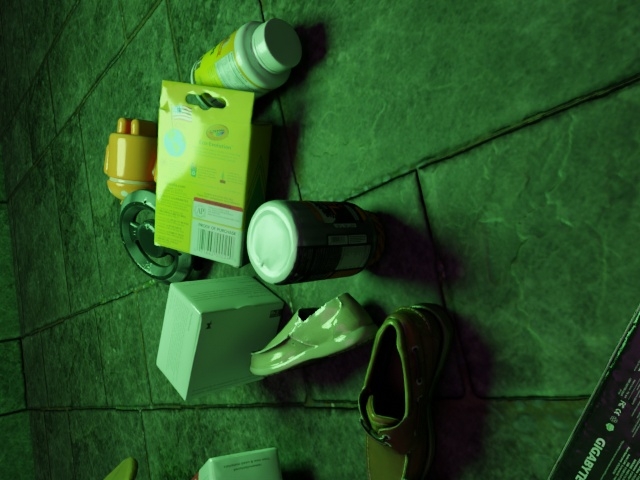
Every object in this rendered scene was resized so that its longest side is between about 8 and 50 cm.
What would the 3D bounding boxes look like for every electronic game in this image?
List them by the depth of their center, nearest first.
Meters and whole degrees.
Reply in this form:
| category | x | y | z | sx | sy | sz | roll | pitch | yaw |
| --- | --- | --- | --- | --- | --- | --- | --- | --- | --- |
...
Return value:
| category | x | y | z | sx | sy | sz | roll | pitch | yaw |
| --- | --- | --- | --- | --- | --- | --- | --- | --- | --- |
| electronic game | -0.373 | -0.005 | 1.126 | 0.229 | 0.048 | 0.229 | 14 | 117 | 28 |

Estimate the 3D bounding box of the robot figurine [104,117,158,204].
| category | x | y | z | sx | sy | sz | roll | pitch | yaw |
| --- | --- | --- | --- | --- | --- | --- | --- | --- | --- |
| robot figurine | -0.460 | -0.190 | 1.239 | 0.128 | 0.158 | 0.219 | -140 | 56 | -71 |

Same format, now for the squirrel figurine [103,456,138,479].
| category | x | y | z | sx | sy | sz | roll | pitch | yaw |
| --- | --- | --- | --- | --- | --- | --- | --- | --- | --- |
| squirrel figurine | -0.447 | 0.771 | 1.123 | 0.370 | 0.281 | 0.397 | 63 | 159 | -13 |

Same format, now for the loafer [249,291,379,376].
| category | x | y | z | sx | sy | sz | roll | pitch | yaw |
| --- | --- | --- | --- | --- | --- | --- | --- | --- | --- |
| loafer | -0.020 | 0.159 | 0.828 | 0.269 | 0.102 | 0.092 | -27 | 71 | 34 |

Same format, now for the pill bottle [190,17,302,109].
| category | x | y | z | sx | sy | sz | roll | pitch | yaw |
| --- | --- | --- | --- | --- | --- | --- | --- | --- | --- |
| pill bottle | -0.134 | -0.314 | 0.901 | 0.215 | 0.117 | 0.117 | -10 | 85 | 45 |

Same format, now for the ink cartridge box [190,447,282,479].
| category | x | y | z | sx | sy | sz | roll | pitch | yaw |
| --- | --- | --- | --- | --- | --- | --- | --- | --- | --- |
| ink cartridge box | -0.136 | 0.547 | 0.867 | 0.226 | 0.131 | 0.306 | -55 | 43 | 50 |

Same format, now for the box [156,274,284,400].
| category | x | y | z | sx | sy | sz | roll | pitch | yaw |
| --- | --- | --- | --- | --- | --- | --- | --- | --- | --- |
| box | -0.188 | 0.175 | 0.936 | 0.119 | 0.181 | 0.181 | 32 | 114 | 41 |

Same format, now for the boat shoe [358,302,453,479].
| category | x | y | z | sx | sy | sz | roll | pitch | yaw |
| --- | --- | --- | --- | --- | --- | --- | --- | --- | --- |
| boat shoe | 0.097 | 0.236 | 0.699 | 0.111 | 0.105 | 0.307 | 15 | 104 | 43 |

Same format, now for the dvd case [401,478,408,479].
| category | x | y | z | sx | sy | sz | roll | pitch | yaw |
| --- | --- | --- | --- | --- | --- | --- | --- | --- | --- |
| dvd case | 0.127 | 0.387 | 0.702 | 0.013 | 0.087 | 0.119 | -78 | 14 | -63 |

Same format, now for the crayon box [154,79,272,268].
| category | x | y | z | sx | sy | sz | roll | pitch | yaw |
| --- | --- | --- | --- | --- | --- | --- | --- | --- | --- |
| crayon box | -0.205 | -0.127 | 0.944 | 0.202 | 0.081 | 0.318 | 14 | 108 | 19 |

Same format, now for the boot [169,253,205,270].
| category | x | y | z | sx | sy | sz | roll | pitch | yaw |
| --- | --- | --- | --- | --- | --- | --- | --- | --- | --- |
| boot | -0.304 | -0.040 | 1.134 | 0.137 | 0.077 | 0.197 | 26 | 124 | 37 |

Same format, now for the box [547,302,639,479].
| category | x | y | z | sx | sy | sz | roll | pitch | yaw |
| --- | --- | --- | --- | --- | --- | --- | --- | --- | --- |
| box | 0.384 | 0.161 | 0.419 | 0.257 | 0.079 | 0.321 | 31 | 113 | 39 |

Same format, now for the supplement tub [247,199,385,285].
| category | x | y | z | sx | sy | sz | roll | pitch | yaw |
| --- | --- | --- | --- | --- | --- | --- | --- | --- | --- |
| supplement tub | 0.000 | 0.000 | 0.725 | 0.117 | 0.191 | 0.116 | 3 | 95 | 45 |
